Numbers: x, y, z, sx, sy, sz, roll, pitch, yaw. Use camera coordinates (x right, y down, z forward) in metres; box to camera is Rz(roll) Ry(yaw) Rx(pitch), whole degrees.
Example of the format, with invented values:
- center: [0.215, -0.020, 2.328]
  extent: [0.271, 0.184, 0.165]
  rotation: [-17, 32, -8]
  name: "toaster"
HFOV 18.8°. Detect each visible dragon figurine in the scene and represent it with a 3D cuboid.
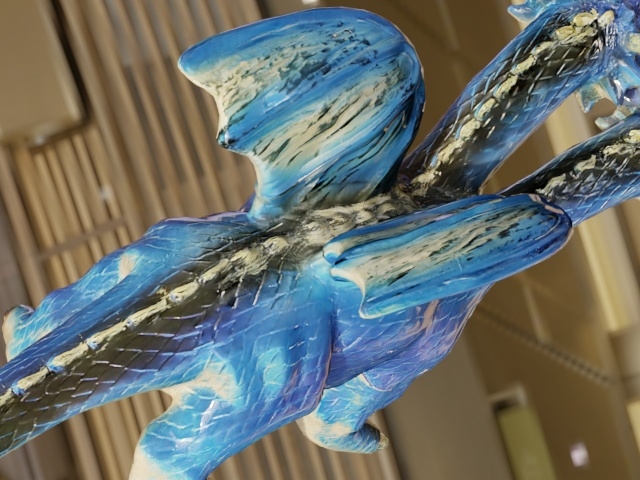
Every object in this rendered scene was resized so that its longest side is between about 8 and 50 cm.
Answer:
- center: [0.000, 0.000, 0.466]
  extent: [0.289, 0.144, 0.085]
  rotation: [-15, -119, -51]
  name: "dragon figurine"
